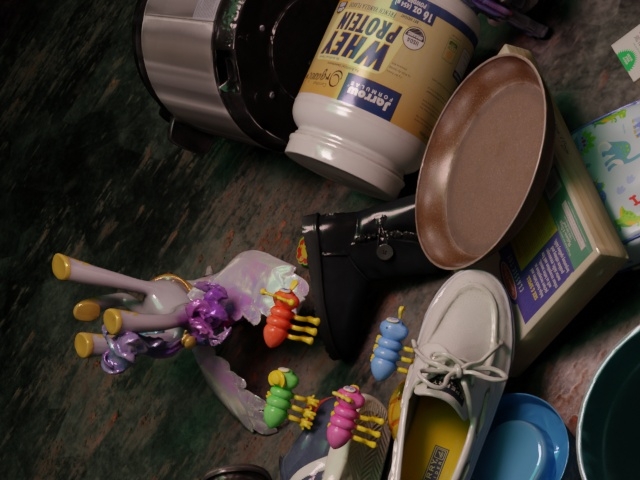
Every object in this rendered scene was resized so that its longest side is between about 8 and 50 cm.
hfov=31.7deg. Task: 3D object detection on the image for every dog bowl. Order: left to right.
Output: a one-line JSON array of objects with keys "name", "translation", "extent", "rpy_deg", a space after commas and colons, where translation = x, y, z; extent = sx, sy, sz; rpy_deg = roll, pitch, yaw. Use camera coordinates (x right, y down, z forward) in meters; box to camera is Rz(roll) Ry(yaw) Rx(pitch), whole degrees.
[{"name": "dog bowl", "translation": [0.232, 0.347, 1.467], "extent": [0.166, 0.074, 0.297], "rpy_deg": [26, 84, 48]}]

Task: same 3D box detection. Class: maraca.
[{"name": "maraca", "translation": [0.148, 0.253, 1.567], "extent": [0.127, 0.099, 0.185], "rpy_deg": [-57, 18, 24]}]

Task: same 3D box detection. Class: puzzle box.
[{"name": "puzzle box", "translation": [0.272, -0.045, 1.604], "extent": [0.272, 0.052, 0.408], "rpy_deg": [-56, 35, 40]}]

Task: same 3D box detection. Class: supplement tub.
[{"name": "supplement tub", "translation": [0.094, -0.241, 1.773], "extent": [0.228, 0.228, 0.316], "rpy_deg": [20, 84, 47]}]

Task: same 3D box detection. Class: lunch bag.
[{"name": "lunch bag", "translation": [0.426, -0.074, 1.529], "extent": [0.176, 0.090, 0.219], "rpy_deg": [-28, 49, 29]}]

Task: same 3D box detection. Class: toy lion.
[{"name": "toy lion", "translation": [0.000, 0.000, 1.928], "extent": [0.096, 0.034, 0.100], "rpy_deg": [7, 71, 53]}]

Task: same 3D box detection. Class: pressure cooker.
[{"name": "pressure cooker", "translation": [-0.124, -0.359, 1.991], "extent": [0.370, 0.375, 0.420], "rpy_deg": [-33, 30, -28]}]

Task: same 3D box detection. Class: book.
[{"name": "book", "translation": [0.505, -0.296, 1.639], "extent": [0.144, 0.035, 0.096], "rpy_deg": [-38, 41, 22]}]

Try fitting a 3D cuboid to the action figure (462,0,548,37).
[{"name": "action figure", "translation": [0.227, -0.472, 1.772], "extent": [0.178, 0.341, 0.330], "rpy_deg": [-59, 29, 24]}]

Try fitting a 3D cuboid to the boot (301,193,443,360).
[{"name": "boot", "translation": [0.091, 0.059, 1.741], "extent": [0.207, 0.094, 0.246], "rpy_deg": [-8, 100, 11]}]

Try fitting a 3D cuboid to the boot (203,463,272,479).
[{"name": "boot", "translation": [-0.095, 0.463, 1.594], "extent": [0.091, 0.263, 0.229], "rpy_deg": [-13, 46, 6]}]

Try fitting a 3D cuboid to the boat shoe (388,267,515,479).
[{"name": "boat shoe", "translation": [0.159, 0.191, 1.424], "extent": [0.136, 0.156, 0.367], "rpy_deg": [18, 73, 11]}]

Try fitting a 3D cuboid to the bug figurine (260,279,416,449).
[{"name": "bug figurine", "translation": [0.006, 0.177, 1.587], "extent": [0.279, 0.072, 0.216], "rpy_deg": [12, 87, 35]}]

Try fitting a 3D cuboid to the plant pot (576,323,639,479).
[{"name": "plant pot", "translation": [0.454, 0.233, 1.193], "extent": [0.272, 0.255, 0.271], "rpy_deg": [-23, 53, 33]}]

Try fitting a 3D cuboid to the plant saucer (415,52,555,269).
[{"name": "plant saucer", "translation": [0.232, -0.104, 1.557], "extent": [0.310, 0.050, 0.310], "rpy_deg": [-46, 36, 49]}]

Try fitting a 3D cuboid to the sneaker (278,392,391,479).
[{"name": "sneaker", "translation": [-0.011, 0.389, 1.635], "extent": [0.148, 0.131, 0.350], "rpy_deg": [-5, 54, 42]}]

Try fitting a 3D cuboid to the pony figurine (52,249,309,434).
[{"name": "pony figurine", "translation": [-0.211, 0.127, 1.827], "extent": [0.351, 0.364, 0.302], "rpy_deg": [37, 117, 43]}]
